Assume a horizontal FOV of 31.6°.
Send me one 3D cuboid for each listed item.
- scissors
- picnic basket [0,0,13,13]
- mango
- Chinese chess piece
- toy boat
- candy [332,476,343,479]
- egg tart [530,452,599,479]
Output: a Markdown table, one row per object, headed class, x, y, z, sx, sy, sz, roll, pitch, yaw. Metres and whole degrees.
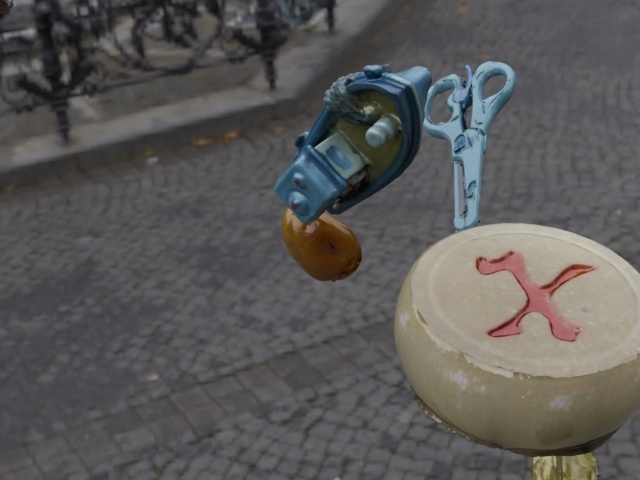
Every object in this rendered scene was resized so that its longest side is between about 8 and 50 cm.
| class | x | y | z | sx | sy | sz | roll | pitch | yaw |
| --- | --- | --- | --- | --- | --- | --- | --- | --- | --- |
| scissors | 0.236 | -0.159 | 1.853 | 0.180 | 0.032 | 0.393 | -20 | 41 | 29 |
| picnic basket | -0.351 | -0.314 | 1.100 | 0.054 | 0.193 | 0.110 | -16 | 20 | -6 |
| mango | 0.000 | 0.000 | 1.369 | 0.080 | 0.114 | 0.060 | -33 | 21 | 6 |
| Chinese chess piece | 0.262 | 0.118 | 1.446 | 0.338 | 0.140 | 0.338 | 2 | 37 | -2 |
| toy boat | 0.030 | -0.095 | 1.103 | 0.098 | 0.109 | 0.238 | -38 | -4 | -35 |
| candy | 0.091 | 0.367 | 1.583 | 0.182 | 0.053 | 0.046 | 23 | 68 | -10 |
| egg tart | 0.401 | 0.417 | 1.855 | 0.115 | 0.290 | 0.290 | -3 | 25 | 8 |
